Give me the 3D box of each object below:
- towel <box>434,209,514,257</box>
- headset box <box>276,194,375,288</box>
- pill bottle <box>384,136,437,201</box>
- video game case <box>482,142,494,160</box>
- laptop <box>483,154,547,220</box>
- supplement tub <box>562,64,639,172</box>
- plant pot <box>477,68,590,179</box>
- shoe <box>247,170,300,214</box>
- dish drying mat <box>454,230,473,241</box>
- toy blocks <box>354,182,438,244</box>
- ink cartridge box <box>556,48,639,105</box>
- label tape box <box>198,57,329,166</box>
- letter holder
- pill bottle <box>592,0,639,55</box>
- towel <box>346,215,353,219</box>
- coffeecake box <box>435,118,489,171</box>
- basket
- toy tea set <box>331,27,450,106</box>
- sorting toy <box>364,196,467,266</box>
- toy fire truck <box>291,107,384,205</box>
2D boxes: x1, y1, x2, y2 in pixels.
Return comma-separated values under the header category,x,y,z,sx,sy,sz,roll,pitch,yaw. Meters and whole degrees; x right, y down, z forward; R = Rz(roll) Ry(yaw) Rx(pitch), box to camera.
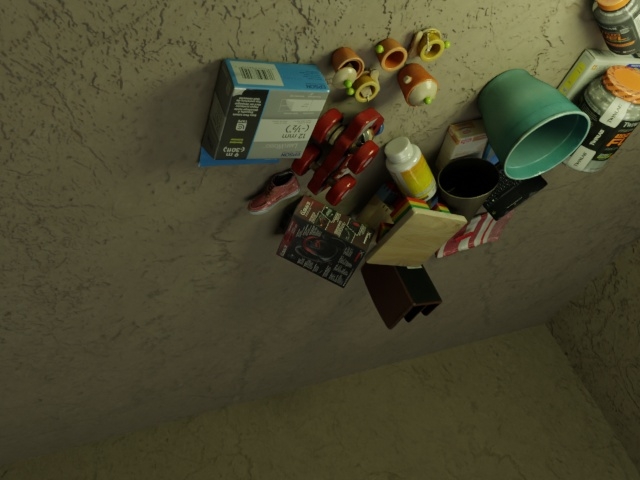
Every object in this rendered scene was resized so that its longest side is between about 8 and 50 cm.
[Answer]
category,x,y,z,sx,sy,sz,roll,pitch,yaw
towel,0.661,-0.033,2.522,0.329,0.037,0.237,-16,148,-14
headset box,0.000,0.000,1.924,0.293,0.110,0.218,26,136,0
pill bottle,0.283,-0.224,1.852,0.117,0.117,0.215,-30,130,9
video game case,0.606,-0.344,1.946,0.166,0.015,0.119,-43,159,-18
laptop,0.651,-0.221,2.123,0.234,0.264,0.136,-39,-177,25
supplement tub,0.899,-0.385,1.862,0.193,0.194,0.316,-12,147,-20
plant pot,0.614,-0.368,1.754,0.271,0.255,0.272,-17,149,-11
shoe,-0.148,-0.147,1.761,0.178,0.063,0.081,-28,148,-5
dish drying mat,0.611,-0.016,2.480,0.083,0.008,0.032,-23,147,-1
toy blocks,0.296,-0.097,2.066,0.381,0.191,0.261,13,121,-46
ink cartridge box,0.916,-0.495,1.957,0.303,0.072,0.307,-8,148,-27
label tape box,-0.155,-0.285,1.491,0.249,0.115,0.348,-6,143,-28
letter holder,0.315,0.183,2.353,0.152,0.302,0.214,-2,143,-33
pill bottle,0.842,-0.632,1.628,0.130,0.130,0.245,-39,146,23
towel,0.037,-0.053,2.065,0.148,0.027,0.110,7,138,-42
coffeecake box,0.479,-0.307,1.937,0.142,0.068,0.185,-14,148,-17
basket,0.476,-0.152,1.971,0.204,0.154,0.227,-14,154,-7
toy tea set,0.184,-0.418,1.505,0.336,0.124,0.200,-15,148,-16
sorting toy,0.298,-0.028,1.905,0.257,0.089,0.255,6,138,-39
toy fire truck,0.076,-0.258,1.655,0.302,0.169,0.254,-53,172,38
